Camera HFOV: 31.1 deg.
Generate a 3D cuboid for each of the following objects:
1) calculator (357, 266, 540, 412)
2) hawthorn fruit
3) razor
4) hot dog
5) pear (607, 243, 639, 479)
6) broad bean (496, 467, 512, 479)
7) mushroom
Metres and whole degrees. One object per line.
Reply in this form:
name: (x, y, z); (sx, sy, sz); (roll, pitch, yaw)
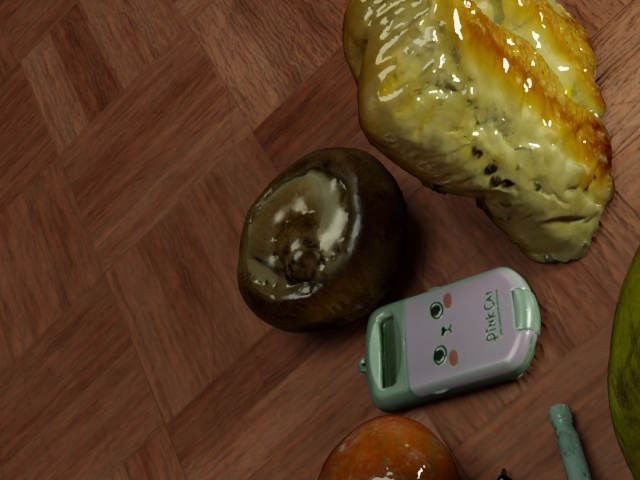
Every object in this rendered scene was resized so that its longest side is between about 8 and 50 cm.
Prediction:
calculator: (0.147, 0.120, 1.362); (0.246, 0.045, 0.141); (-20, 53, 31)
hawthorn fruit: (0.074, 0.276, 1.244); (0.172, 0.173, 0.173); (-20, 53, 30)
razor: (0.268, 0.260, 1.158); (0.068, 0.106, 0.232); (-31, 40, 21)
hot dog: (0.163, -0.200, 1.314); (0.196, 0.365, 0.367); (-23, 52, 30)
pear: (0.389, 0.114, 1.010); (0.287, 0.287, 0.375); (27, 100, 45)
broad bean: (0.204, 0.379, 1.145); (0.077, 0.061, 0.339); (-20, 53, 15)
mushroom: (0.000, 0.000, 1.476); (0.253, 0.153, 0.253); (-23, 51, 31)
